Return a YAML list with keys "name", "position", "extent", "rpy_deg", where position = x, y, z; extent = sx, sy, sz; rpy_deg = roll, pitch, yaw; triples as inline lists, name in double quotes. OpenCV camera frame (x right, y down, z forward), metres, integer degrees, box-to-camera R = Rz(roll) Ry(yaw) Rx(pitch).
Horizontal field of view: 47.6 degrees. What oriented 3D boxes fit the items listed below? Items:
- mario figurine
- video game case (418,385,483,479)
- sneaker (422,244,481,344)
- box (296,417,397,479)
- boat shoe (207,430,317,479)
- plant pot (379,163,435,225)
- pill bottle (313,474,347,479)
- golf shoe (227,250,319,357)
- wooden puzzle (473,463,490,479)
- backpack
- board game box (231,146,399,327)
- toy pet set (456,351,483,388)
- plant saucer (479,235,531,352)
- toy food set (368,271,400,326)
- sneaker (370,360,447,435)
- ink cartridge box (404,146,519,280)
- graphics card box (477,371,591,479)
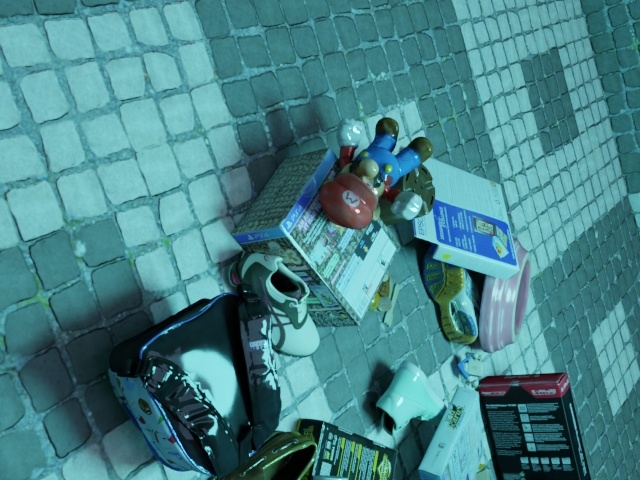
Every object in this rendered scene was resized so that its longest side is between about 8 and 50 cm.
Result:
- name: "mario figurine"
  position: [0.114, -0.145, 1.411]
  extent: [0.320, 0.198, 0.170]
  rpy_deg: [-50, 131, -45]
- name: "video game case"
  position: [0.320, 0.530, 1.750]
  extent: [0.244, 0.061, 0.269]
  rpy_deg: [-55, 144, -38]
- name: "sneaker"
  position: [0.351, 0.120, 1.903]
  extent: [0.131, 0.112, 0.296]
  rpy_deg: [-42, 122, -53]
- name: "box"
  position: [0.030, 0.556, 1.489]
  extent: [0.257, 0.079, 0.322]
  rpy_deg: [33, 61, -41]
- name: "boat shoe"
  position: [-0.123, 0.454, 1.318]
  extent: [0.307, 0.104, 0.110]
  rpy_deg: [-44, 115, -42]
- name: "plant pot"
  position: [0.165, -0.106, 1.681]
  extent: [0.167, 0.165, 0.167]
  rpy_deg: [9, 77, -47]
- name: "pill bottle"
  position: [0.013, 0.525, 1.357]
  extent: [0.087, 0.087, 0.160]
  rpy_deg: [18, 70, -44]
- name: "golf shoe"
  position: [-0.068, 0.134, 1.424]
  extent: [0.273, 0.120, 0.105]
  rpy_deg: [53, 48, -29]
- name: "wooden puzzle"
  position: [0.432, 0.655, 1.953]
  extent: [0.078, 0.014, 0.116]
  rpy_deg: [9, 77, -42]
- name: "backpack"
  position: [-0.200, 0.247, 1.196]
  extent: [0.276, 0.213, 0.263]
  rpy_deg: [-30, 97, -39]
- name: "board game box"
  position: [0.000, 0.000, 1.501]
  extent: [0.291, 0.141, 0.232]
  rpy_deg: [53, 49, -27]
- name: "toy pet set"
  position: [0.394, 0.355, 1.945]
  extent: [0.114, 0.065, 0.122]
  rpy_deg: [72, 28, -71]
- name: "plant saucer"
  position: [0.512, 0.148, 1.982]
  extent: [0.332, 0.084, 0.332]
  rpy_deg: [9, 90, -67]
- name: "toy food set"
  position: [0.134, 0.108, 1.704]
  extent: [0.192, 0.038, 0.132]
  rpy_deg: [40, 56, -36]
- name: "sneaker"
  position: [0.207, 0.404, 1.710]
  extent: [0.151, 0.094, 0.256]
  rpy_deg: [-50, 134, -16]
- name: "ink cartridge box"
  position: [0.341, -0.067, 1.838]
  extent: [0.307, 0.072, 0.303]
  rpy_deg: [16, 48, -18]
- name: "graphics card box"
  position: [0.585, 0.546, 1.971]
  extent: [0.094, 0.233, 0.371]
  rpy_deg: [-21, 98, -55]
